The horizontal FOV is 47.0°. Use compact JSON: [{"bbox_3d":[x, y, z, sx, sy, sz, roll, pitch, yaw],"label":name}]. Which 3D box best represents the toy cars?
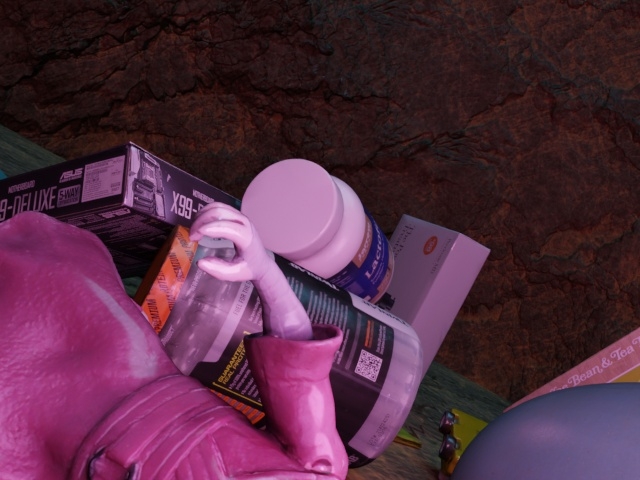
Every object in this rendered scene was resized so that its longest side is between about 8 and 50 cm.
[{"bbox_3d":[0.268,0.360,0.989,0.177,0.087,0.394,14,13,-35],"label":"toy cars"}]

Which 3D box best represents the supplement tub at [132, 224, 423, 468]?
[{"bbox_3d":[-0.058,0.119,0.850,0.316,0.193,0.193,29,0,-16],"label":"supplement tub"}]

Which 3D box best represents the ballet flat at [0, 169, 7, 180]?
[{"bbox_3d":[-0.549,-0.103,1.176,0.070,0.070,0.188,29,-21,12],"label":"ballet flat"}]

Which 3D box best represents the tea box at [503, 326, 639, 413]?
[{"bbox_3d":[0.419,0.296,0.781,0.329,0.220,0.323,29,31,-42],"label":"tea box"}]

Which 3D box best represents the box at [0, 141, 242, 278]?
[{"bbox_3d":[-0.277,-0.019,0.953,0.308,0.076,0.242,-10,-20,29],"label":"box"}]

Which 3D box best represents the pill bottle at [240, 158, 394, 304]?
[{"bbox_3d":[0.000,0.000,0.998,0.153,0.153,0.264,29,-8,26],"label":"pill bottle"}]

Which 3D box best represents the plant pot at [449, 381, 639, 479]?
[{"bbox_3d":[0.232,0.238,0.542,0.293,0.292,0.235,28,-14,-28],"label":"plant pot"}]

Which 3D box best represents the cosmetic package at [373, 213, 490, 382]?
[{"bbox_3d":[0.191,0.142,1.650,0.098,0.377,0.284,27,0,-23],"label":"cosmetic package"}]

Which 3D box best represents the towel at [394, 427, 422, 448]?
[{"bbox_3d":[0.071,0.283,1.276,0.102,0.021,0.237,27,2,-40],"label":"towel"}]

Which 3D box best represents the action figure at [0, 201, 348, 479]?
[{"bbox_3d":[-0.100,0.135,0.399,0.370,0.248,0.275,28,-27,22],"label":"action figure"}]
